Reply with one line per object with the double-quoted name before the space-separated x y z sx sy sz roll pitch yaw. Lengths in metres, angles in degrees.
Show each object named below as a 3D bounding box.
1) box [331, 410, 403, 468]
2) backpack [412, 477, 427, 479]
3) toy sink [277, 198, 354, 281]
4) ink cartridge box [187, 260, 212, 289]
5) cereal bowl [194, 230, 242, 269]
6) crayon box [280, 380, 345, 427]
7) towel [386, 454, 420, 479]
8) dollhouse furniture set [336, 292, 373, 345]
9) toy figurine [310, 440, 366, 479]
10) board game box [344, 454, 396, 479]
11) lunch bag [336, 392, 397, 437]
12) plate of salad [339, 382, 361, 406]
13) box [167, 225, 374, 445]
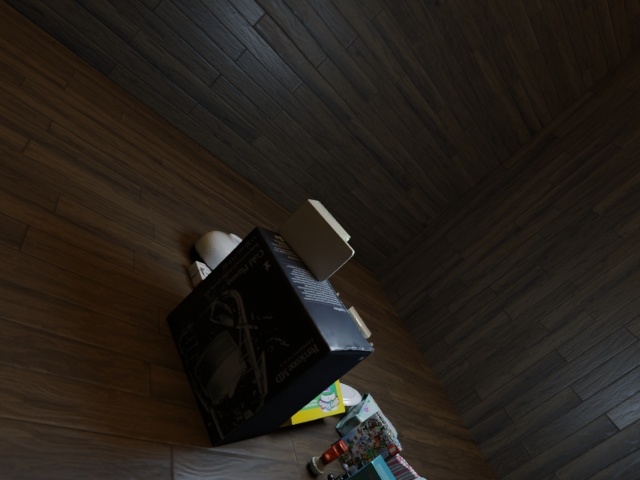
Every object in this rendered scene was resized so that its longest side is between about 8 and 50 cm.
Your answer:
"box" 0.175 0.788 1.557 0.159 0.233 0.044 54 14 28
"backpack" 0.367 1.021 1.597 0.152 0.182 0.115 47 14 1
"toy sink" 0.000 0.000 1.367 0.234 0.153 0.131 48 14 11
"ink cartridge box" -0.480 0.161 1.693 0.099 0.056 0.135 29 23 -52
"cereal bowl" -0.401 0.070 1.879 0.339 0.141 0.339 43 1 -1
"crayon box" -0.065 0.533 1.585 0.363 0.106 0.312 22 50 -54
"towel" 0.322 0.975 1.673 0.197 0.144 0.029 48 19 0
"dollhouse furniture set" 0.148 0.468 2.240 0.361 0.257 0.394 56 15 7
"toy figurine" 0.075 0.816 1.364 0.209 0.148 0.213 49 4 -20
"board game box" 0.099 0.792 1.097 0.253 0.336 0.079 54 15 25
"lunch bag" 0.218 0.814 1.781 0.223 0.160 0.262 49 19 10
"plate of salad" 0.082 0.690 1.825 0.200 0.048 0.200 13 6 -2
"box" -0.178 0.301 1.328 0.297 0.480 0.471 22 28 -57
